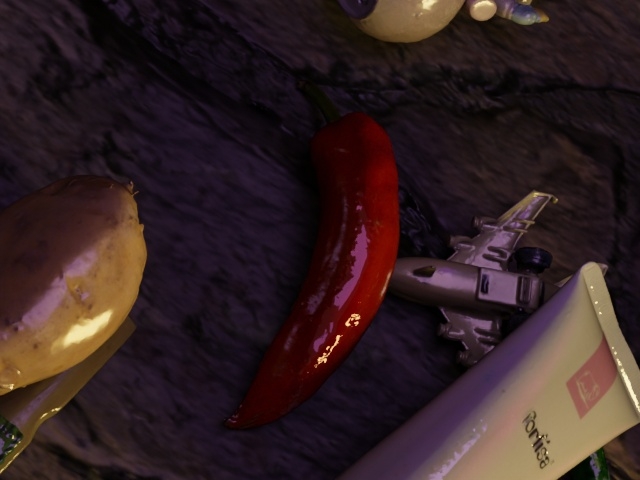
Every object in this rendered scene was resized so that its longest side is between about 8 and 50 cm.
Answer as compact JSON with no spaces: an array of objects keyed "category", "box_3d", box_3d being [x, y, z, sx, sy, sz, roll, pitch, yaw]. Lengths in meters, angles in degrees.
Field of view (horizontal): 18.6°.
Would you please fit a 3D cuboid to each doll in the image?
[{"category":"doll","box_3d":[0.149,-0.285,2.001,0.287,0.151,0.151,-13,78,-32]}]

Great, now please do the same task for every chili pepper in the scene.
[{"category":"chili pepper","box_3d":[0.005,0.005,1.853,0.137,0.092,0.368,5,64,16]}]

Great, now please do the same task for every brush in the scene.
[{"category":"brush","box_3d":[-0.266,0.149,1.732,0.054,0.048,0.282,43,60,-2]}]

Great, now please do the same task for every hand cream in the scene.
[{"category":"hand cream","box_3d":[0.162,0.188,1.829,0.358,0.118,0.185,-35,114,-21]}]

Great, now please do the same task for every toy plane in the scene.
[{"category":"toy plane","box_3d":[0.168,0.051,1.915,0.244,0.092,0.229,13,74,-21]}]

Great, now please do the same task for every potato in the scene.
[{"category":"potato","box_3d":[-0.239,0.044,1.725,0.161,0.128,0.235,3,50,19]}]

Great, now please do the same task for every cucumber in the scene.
[{"category":"cucumber","box_3d":[0.262,0.210,1.928,0.037,0.037,0.155,-10,76,-24]}]
